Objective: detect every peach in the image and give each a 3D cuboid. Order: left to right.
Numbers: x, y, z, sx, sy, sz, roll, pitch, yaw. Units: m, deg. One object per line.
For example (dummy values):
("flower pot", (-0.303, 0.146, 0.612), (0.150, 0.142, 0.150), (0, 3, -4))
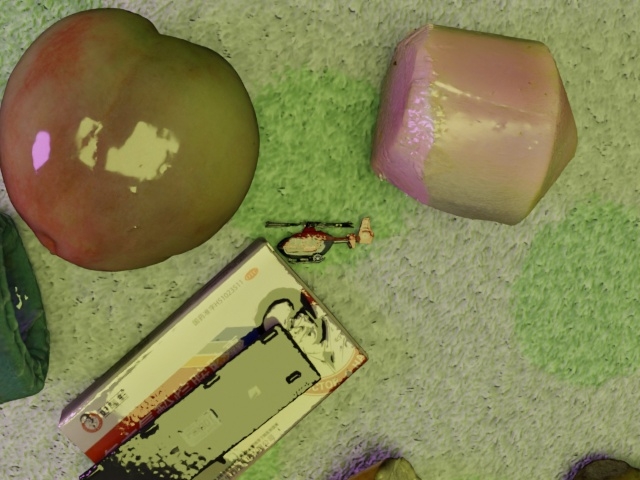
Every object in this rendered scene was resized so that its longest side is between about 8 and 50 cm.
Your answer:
("peach", (-0.218, -0.107, 0.943), (0.292, 0.247, 0.292), (4, 82, -28))

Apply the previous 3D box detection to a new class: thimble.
("thimble", (-0.409, 0.077, 0.964), (0.143, 0.198, 0.235), (-12, 74, -7))

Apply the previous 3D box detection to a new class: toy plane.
("toy plane", (0.000, 0.000, 1.111), (0.145, 0.037, 0.060), (-4, 89, -6))

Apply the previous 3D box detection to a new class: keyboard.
("keyboard", (-0.148, 0.237, 1.058), (0.317, 0.027, 0.106), (-37, 99, -4))

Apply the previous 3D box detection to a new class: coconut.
("coconut", (0.199, -0.140, 1.042), (0.245, 0.233, 0.233), (11, 96, -12))

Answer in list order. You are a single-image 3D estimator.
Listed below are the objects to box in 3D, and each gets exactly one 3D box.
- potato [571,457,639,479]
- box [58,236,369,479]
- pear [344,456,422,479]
("potato", (0.465, 0.413, 1.220), (0.251, 0.113, 0.149), (37, 93, -15))
("box", (-0.137, 0.190, 1.098), (0.353, 0.069, 0.214), (-42, 103, -5))
("pear", (0.058, 0.437, 1.120), (0.178, 0.267, 0.267), (-21, 103, 23))
